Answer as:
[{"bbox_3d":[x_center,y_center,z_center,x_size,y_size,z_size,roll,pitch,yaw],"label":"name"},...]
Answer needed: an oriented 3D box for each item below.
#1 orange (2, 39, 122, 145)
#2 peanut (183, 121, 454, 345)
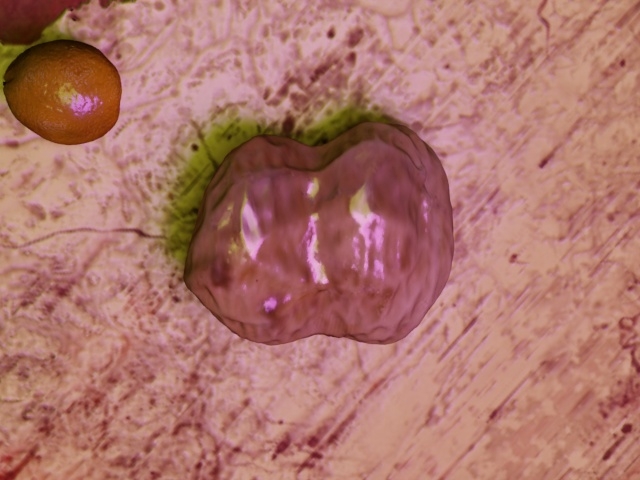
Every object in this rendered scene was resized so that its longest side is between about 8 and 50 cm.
[{"bbox_3d":[-0.205,-0.119,1.275,0.095,0.085,0.085,12,101,-8],"label":"orange"},{"bbox_3d":[0.000,0.000,1.334,0.233,0.110,0.196,-4,110,-11],"label":"peanut"}]
